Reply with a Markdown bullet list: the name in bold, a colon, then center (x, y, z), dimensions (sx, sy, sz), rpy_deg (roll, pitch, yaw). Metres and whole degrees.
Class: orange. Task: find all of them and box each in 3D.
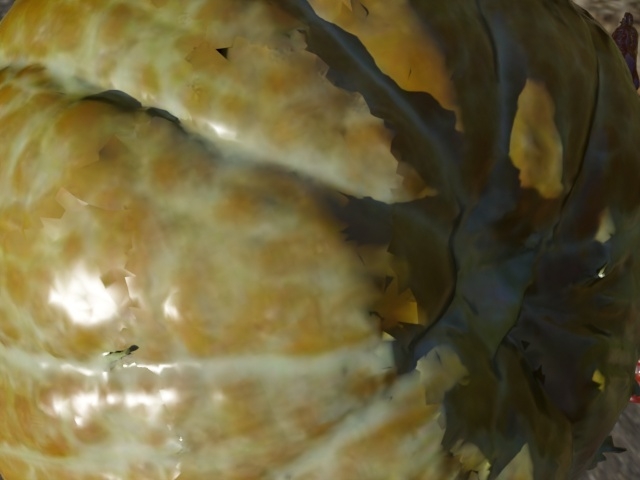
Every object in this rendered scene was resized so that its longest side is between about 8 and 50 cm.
- **orange**: center (0.000, 0.000, 0.587), dimensions (0.329, 0.249, 0.329), rpy_deg (-7, 102, -38)

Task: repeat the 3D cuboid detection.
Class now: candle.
- **candle**: center (0.389, -0.228, 1.746), dimensions (0.053, 0.162, 0.048), rpy_deg (-13, 141, 41)

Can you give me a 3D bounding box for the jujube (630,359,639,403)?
- **jujube**: center (0.391, 0.079, 1.518), dimensions (0.232, 0.213, 0.213), rpy_deg (-34, 102, 30)
